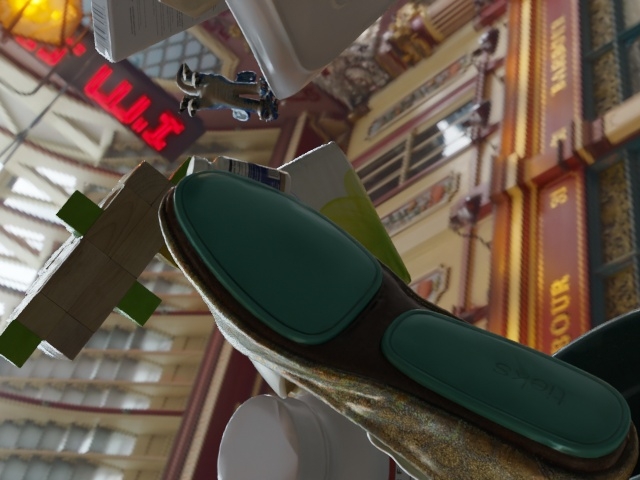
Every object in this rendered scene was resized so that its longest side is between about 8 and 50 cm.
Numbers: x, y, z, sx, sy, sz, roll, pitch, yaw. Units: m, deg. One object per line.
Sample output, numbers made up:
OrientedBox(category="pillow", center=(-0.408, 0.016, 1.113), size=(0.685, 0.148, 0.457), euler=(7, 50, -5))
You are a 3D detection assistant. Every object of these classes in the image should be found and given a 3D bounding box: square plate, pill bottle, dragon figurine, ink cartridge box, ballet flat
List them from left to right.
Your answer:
OrientedBox(category="ink cartridge box", center=(-0.267, -0.521, 1.571), size=(0.071, 0.324, 0.330), euler=(36, -128, 24))
OrientedBox(category="dragon figurine", center=(-0.159, -0.247, 1.488), size=(0.144, 0.289, 0.085), euler=(3, -80, -22))
OrientedBox(category="pill bottle", center=(-0.101, -0.064, 1.071), size=(0.120, 0.067, 0.067), euler=(13, -126, -17))
OrientedBox(category="square plate", center=(0.032, -0.375, 1.154), size=(0.049, 0.344, 0.347), euler=(45, 174, 25))
OrientedBox(category="ballet flat", center=(0.028, 0.076, 0.576), size=(0.348, 0.123, 0.123), euler=(29, -148, 21))
OrientedBox(category="pill bottle", center=(0.069, 0.329, 1.261), size=(0.407, 0.229, 0.229), euler=(17, -126, -39))

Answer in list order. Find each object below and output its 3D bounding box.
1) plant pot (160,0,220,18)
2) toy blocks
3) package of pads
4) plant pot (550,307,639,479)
OrientedBox(category="plant pot", center=(-0.198, -0.397, 1.305), size=(0.109, 0.096, 0.109), euler=(16, -147, -45))
OrientedBox(category="toy blocks", center=(-0.347, 0.038, 1.350), size=(0.190, 0.261, 0.381), euler=(41, -111, -16))
OrientedBox(category="package of pads", center=(0.000, 0.000, 1.555), size=(0.229, 0.101, 0.297), euler=(-29, -90, -15))
OrientedBox(category="plant pot", center=(0.394, 0.284, 0.918), size=(0.334, 0.341, 0.341), euler=(58, -142, -9))
